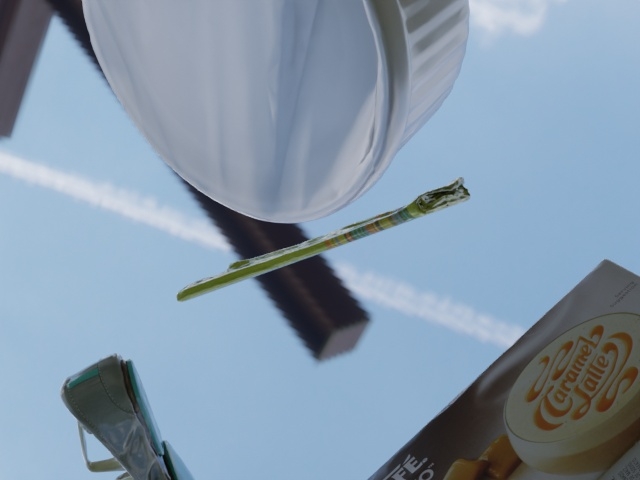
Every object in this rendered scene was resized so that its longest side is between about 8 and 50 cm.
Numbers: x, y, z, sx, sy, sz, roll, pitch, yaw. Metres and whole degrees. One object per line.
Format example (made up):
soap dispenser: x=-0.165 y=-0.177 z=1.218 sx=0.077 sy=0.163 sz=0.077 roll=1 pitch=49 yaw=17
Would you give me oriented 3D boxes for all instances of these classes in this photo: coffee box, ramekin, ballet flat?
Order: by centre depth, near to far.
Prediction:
coffee box: x=0.125 y=0.141 z=0.938 sx=0.098 sy=0.246 sz=0.141 roll=52 pitch=173 yaw=-27
ramekin: x=-0.023 y=-0.157 z=1.145 sx=0.273 sy=0.273 sz=0.127 roll=43 pitch=-132 yaw=17
ballet flat: x=-0.142 y=0.174 z=1.344 sx=0.068 sy=0.213 sz=0.072 roll=-23 pitch=-143 yaw=0

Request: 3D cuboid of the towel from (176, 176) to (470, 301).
towel: x=0.000 y=0.000 z=1.400 sx=0.102 sy=0.237 sz=0.021 roll=-17 pitch=-93 yaw=-62
